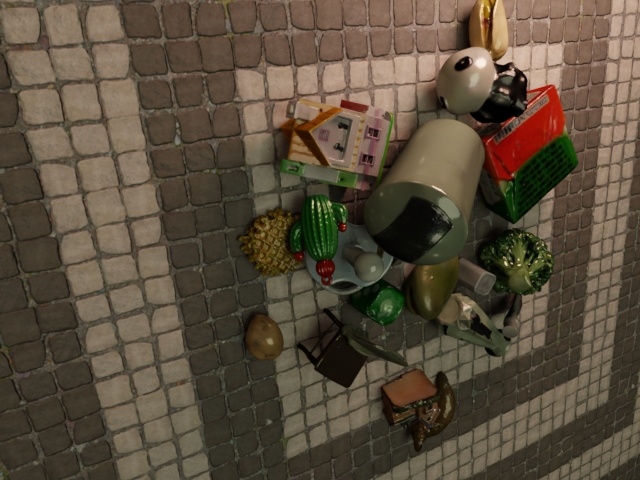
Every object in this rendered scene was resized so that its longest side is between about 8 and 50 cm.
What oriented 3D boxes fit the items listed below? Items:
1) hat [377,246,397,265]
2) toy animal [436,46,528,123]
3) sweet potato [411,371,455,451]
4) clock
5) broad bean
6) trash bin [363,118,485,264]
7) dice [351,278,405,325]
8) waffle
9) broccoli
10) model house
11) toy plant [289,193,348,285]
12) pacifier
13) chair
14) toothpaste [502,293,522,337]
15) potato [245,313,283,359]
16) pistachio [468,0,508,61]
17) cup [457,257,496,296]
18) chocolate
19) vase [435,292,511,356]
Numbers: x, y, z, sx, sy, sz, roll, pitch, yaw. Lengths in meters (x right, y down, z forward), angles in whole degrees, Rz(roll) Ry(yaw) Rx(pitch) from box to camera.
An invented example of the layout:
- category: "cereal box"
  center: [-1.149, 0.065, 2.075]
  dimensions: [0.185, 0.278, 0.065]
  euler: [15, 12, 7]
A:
- category: "hat"
  center: [0.192, 0.014, 1.619]
  dimensions: [0.146, 0.067, 0.146]
  euler: [4, 106, 14]
- category: "toy animal"
  center: [0.486, -0.479, 1.556]
  dimensions: [0.266, 0.212, 0.213]
  euler: [16, 96, -15]
- category: "sweet potato"
  center: [0.444, 0.668, 1.919]
  dimensions: [0.124, 0.098, 0.310]
  euler: [31, 85, -24]
- category: "clock"
  center: [0.024, -0.277, 1.385]
  dimensions: [0.309, 0.166, 0.235]
  euler: [5, 102, -37]
- category: "broad bean"
  center: [0.386, 0.143, 1.740]
  dimensions: [0.189, 0.121, 0.263]
  euler: [47, 65, -25]
- category: "trash bin"
  center: [0.303, -0.134, 1.416]
  dimensions: [0.280, 0.280, 0.432]
  euler: [59, 42, -28]
- category: "dice"
  center: [0.186, 0.194, 1.629]
  dimensions: [0.131, 0.120, 0.128]
  euler: [35, 85, -33]
- category: "waffle"
  center: [-0.121, 0.006, 1.438]
  dimensions: [0.197, 0.070, 0.193]
  euler: [-35, 118, -16]
- category: "broccoli"
  center: [0.709, 0.097, 1.816]
  dimensions: [0.270, 0.269, 0.270]
  euler: [-51, 135, -60]
- category: "model house"
  center: [0.323, 0.595, 1.800]
  dimensions: [0.182, 0.166, 0.172]
  euler: [-14, 114, -12]
- category: "toy plant"
  center: [-0.011, -0.008, 1.385]
  dimensions: [0.088, 0.154, 0.240]
  euler: [28, 78, -75]
- category: "pacifier"
  center: [0.107, 0.065, 1.474]
  dimensions: [0.299, 0.233, 0.244]
  euler: [4, 102, -23]
- category: "chair"
  center: [0.088, 0.345, 1.502]
  dimensions: [0.160, 0.319, 0.186]
  euler: [40, 84, -30]
- category: "toothpaste"
  center: [0.757, 0.277, 1.947]
  dimensions: [0.266, 0.061, 0.096]
  euler: [-45, 128, -49]
- category: "potato"
  center: [-0.161, 0.290, 1.479]
  dimensions: [0.112, 0.112, 0.147]
  euler: [-28, 122, -19]
- category: "pistachio"
  center: [0.527, -0.663, 1.579]
  dimensions: [0.145, 0.117, 0.201]
  euler: [-36, 117, -59]
- category: "cup"
  center: [0.559, 0.137, 1.812]
  dimensions: [0.128, 0.129, 0.095]
  euler: [22, 100, -35]
- category: "chocolate"
  center: [0.688, -0.300, 1.735]
  dimensions: [0.360, 0.161, 0.341]
  euler: [-39, 119, -14]
- category: "vase"
  center: [0.574, 0.323, 1.862]
  dimensions: [0.360, 0.165, 0.165]
  euler: [33, 87, -35]
